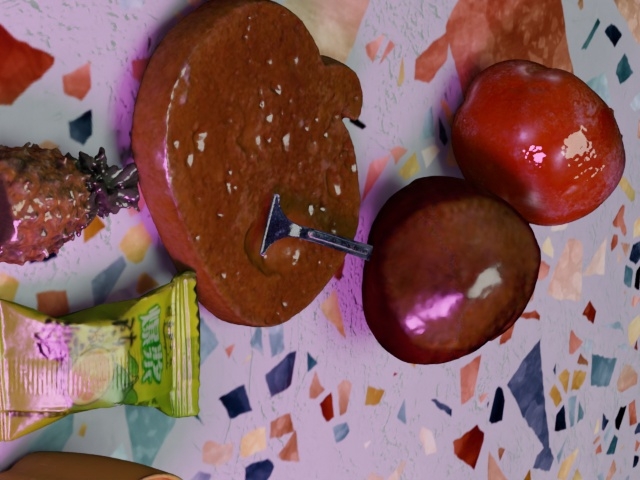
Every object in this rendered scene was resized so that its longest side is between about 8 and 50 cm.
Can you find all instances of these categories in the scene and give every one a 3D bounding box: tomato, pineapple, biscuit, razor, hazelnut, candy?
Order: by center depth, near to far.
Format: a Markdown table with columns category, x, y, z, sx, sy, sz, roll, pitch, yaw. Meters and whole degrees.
| category | x | y | z | sx | sy | sz | roll | pitch | yaw |
| --- | --- | --- | --- | --- | --- | --- | --- | --- | --- |
| pineapple | -0.230 | -0.037 | 1.077 | 0.197 | 0.108 | 0.108 | -13 | 111 | -57 |
| candy | -0.214 | 0.115 | 1.144 | 0.246 | 0.069 | 0.149 | -5 | 103 | -32 |
| biscuit | -0.062 | -0.091 | 1.288 | 0.314 | 0.063 | 0.367 | -52 | 136 | -33 |
| razor | 0.005 | 0.001 | 1.327 | 0.190 | 0.033 | 0.066 | 17 | 87 | -55 |
| hazelnut | 0.143 | 0.040 | 1.466 | 0.229 | 0.229 | 0.229 | -17 | 113 | -47 |
| tomato | 0.279 | -0.116 | 1.571 | 0.188 | 0.232 | 0.232 | -48 | 136 | -6 |

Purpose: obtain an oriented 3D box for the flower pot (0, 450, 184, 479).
| category | x | y | z | sx | sy | sz | roll | pitch | yaw |
| --- | --- | --- | --- | --- | --- | --- | --- | --- | --- |
| flower pot | -0.219 | 0.284 | 1.111 | 0.195 | 0.179 | 0.195 | -15 | 110 | -47 |
